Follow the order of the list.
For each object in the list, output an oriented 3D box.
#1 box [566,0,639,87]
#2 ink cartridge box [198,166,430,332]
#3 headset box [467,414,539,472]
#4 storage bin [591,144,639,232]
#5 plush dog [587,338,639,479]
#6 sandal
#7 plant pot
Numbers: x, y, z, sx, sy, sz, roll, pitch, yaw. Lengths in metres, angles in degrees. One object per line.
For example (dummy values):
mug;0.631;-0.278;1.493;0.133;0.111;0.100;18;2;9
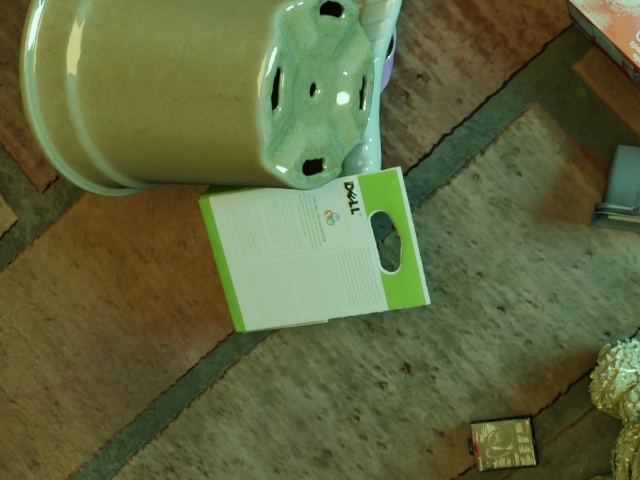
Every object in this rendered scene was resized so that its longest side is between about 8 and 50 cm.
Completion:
box;0.415;-0.225;1.214;0.122;0.128;0.257;-44;77;11
ink cartridge box;0.000;0.000;1.315;0.255;0.097;0.189;-8;110;15
headset box;0.225;0.253;1.309;0.083;0.032;0.062;-10;86;17
storage bin;0.393;-0.060;1.240;0.135;0.098;0.091;8;81;16
plush dog;0.388;0.253;1.160;0.210;0.225;0.263;10;91;16
sandal;0.034;-0.236;1.347;0.169;0.102;0.417;16;106;31
plant pot;-0.118;-0.190;1.225;0.305;0.333;0.334;14;93;32
